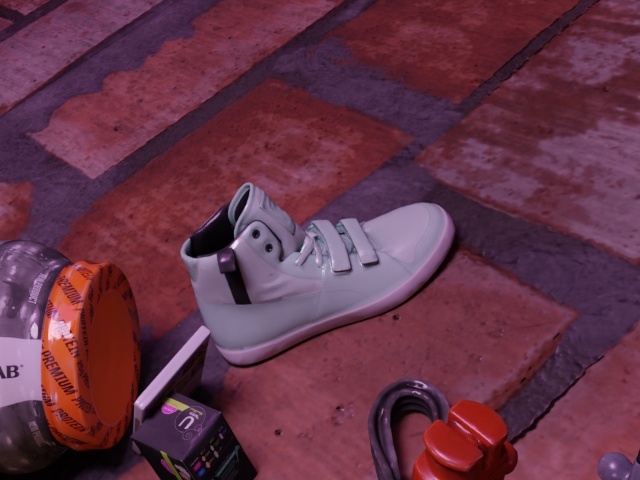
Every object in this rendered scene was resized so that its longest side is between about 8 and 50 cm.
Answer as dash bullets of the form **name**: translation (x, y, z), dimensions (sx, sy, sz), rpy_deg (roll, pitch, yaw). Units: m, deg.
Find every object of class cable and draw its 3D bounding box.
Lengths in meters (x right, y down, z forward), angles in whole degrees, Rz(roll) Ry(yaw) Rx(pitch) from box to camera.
- **cable**: translation (0.050, 0.205, 0.655), dimensions (0.139, 0.072, 0.287), rpy_deg (9, 47, 27)

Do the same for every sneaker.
- **sneaker**: translation (0.000, 0.000, 0.859), dimensions (0.255, 0.151, 0.094), rpy_deg (-27, 36, -7)

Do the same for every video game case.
- **video game case**: translation (-0.129, 0.130, 0.807), dimensions (0.011, 0.122, 0.087), rpy_deg (36, 60, 9)

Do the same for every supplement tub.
- **supplement tub**: translation (-0.347, 0.104, 0.841), dimensions (0.337, 0.207, 0.207), rpy_deg (-2, 41, 8)

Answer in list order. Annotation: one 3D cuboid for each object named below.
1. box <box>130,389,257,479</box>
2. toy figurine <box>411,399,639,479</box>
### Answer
- **box**: translation (-0.101, 0.173, 0.759), dimensions (0.062, 0.083, 0.052), rpy_deg (13, 50, 38)
- **toy figurine**: translation (0.147, 0.209, 0.532), dimensions (0.209, 0.148, 0.213), rpy_deg (0, 40, 0)
